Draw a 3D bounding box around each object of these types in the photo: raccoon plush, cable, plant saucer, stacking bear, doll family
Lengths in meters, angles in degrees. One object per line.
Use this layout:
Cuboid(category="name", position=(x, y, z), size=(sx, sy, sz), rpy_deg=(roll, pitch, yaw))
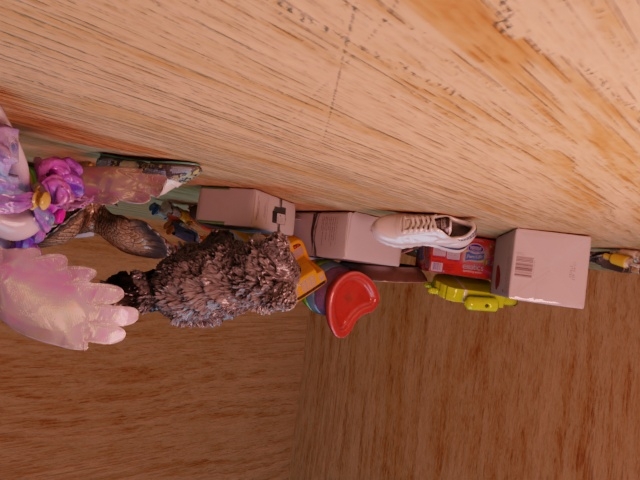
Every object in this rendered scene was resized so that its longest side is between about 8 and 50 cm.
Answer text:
Cuboid(category="raccoon plush", position=(-0.245, 0.118, 1.007), size=(0.446, 0.216, 0.299), rpy_deg=(-29, -167, -32))
Cuboid(category="cable", position=(0.820, 0.035, 1.432), size=(0.139, 0.072, 0.287), rpy_deg=(-11, -160, -31))
Cuboid(category="plant saucer", position=(0.183, 0.095, 1.549), size=(0.310, 0.050, 0.310), rpy_deg=(3, -179, 0))
Cuboid(category="stacking bear", position=(-0.004, 0.127, 1.394), size=(0.175, 0.164, 0.289), rpy_deg=(-38, -147, -24))
Cuboid(category="doll family", position=(-0.445, -0.037, 1.612), size=(0.118, 0.263, 0.163), rpy_deg=(-35, 147, 17))

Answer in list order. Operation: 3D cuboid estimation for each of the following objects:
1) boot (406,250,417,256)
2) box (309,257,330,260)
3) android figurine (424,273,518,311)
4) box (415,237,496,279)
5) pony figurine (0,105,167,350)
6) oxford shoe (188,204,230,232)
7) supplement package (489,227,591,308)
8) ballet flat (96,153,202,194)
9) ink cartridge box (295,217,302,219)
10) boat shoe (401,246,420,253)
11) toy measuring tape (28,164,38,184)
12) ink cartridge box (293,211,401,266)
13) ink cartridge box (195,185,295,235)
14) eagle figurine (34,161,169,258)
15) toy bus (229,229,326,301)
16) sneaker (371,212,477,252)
Cuboid(category="boot", position=(0.287, -0.001, 1.787), size=(0.280, 0.096, 0.264), rpy_deg=(15, -176, -11))
Cuboid(category="box", position=(-0.054, 0.035, 2.038), size=(0.232, 0.059, 0.322), rpy_deg=(17, -161, 15))
Cuboid(category="android figurine", position=(0.468, 0.159, 1.544), size=(0.272, 0.056, 0.248), rpy_deg=(6, -168, -3))
Cuboid(category="box", position=(0.450, 0.049, 1.580), size=(0.256, 0.128, 0.122), rpy_deg=(7, 180, -12))
Cuboid(category="pony figurine", position=(-0.424, -0.038, 0.665), size=(0.350, 0.303, 0.364), rpy_deg=(6, 151, 2))
Cuboid(category="oxford shoe", position=(-0.301, -0.080, 1.537), size=(0.271, 0.097, 0.098), rpy_deg=(13, 145, 18))
Cuboid(category="supplement package", position=(0.570, 0.075, 1.304), size=(0.175, 0.178, 0.293), rpy_deg=(7, 177, 11))
Cuboid(category="ballet flat", position=(-0.296, -0.109, 0.847), size=(0.188, 0.070, 0.070), rpy_deg=(6, 177, 10))
Cuboid(category="ink cartridge box", position=(-0.112, -0.080, 1.374), size=(0.115, 0.029, 0.062), rpy_deg=(8, 178, -38))
Cuboid(category="boat shoe", position=(0.220, 0.011, 1.576), size=(0.095, 0.112, 0.335), rpy_deg=(12, 173, -14))
Cuboid(category="toy measuring tape", position=(-0.732, -0.149, 1.116), size=(0.330, 0.121, 0.121), rpy_deg=(29, -178, 10))
Cuboid(category="ink cartridge box", position=(0.054, -0.006, 1.429), size=(0.223, 0.129, 0.307), rpy_deg=(10, 176, -40))
Cuboid(category="ink cartridge box", position=(-0.171, -0.066, 1.171), size=(0.152, 0.087, 0.208), rpy_deg=(5, 176, 22))
Cuboid(category="eagle figurine", position=(-0.466, -0.046, 0.996), size=(0.298, 0.226, 0.225), rpy_deg=(52, 166, 40))
Cuboid(category="toy bus", position=(-0.121, 0.034, 1.317), size=(0.108, 0.130, 0.332), rpy_deg=(-31, -145, -20))
Cuboid(category="sneaker", position=(0.235, -0.030, 1.120), size=(0.234, 0.090, 0.095), rpy_deg=(3, 164, 4))
